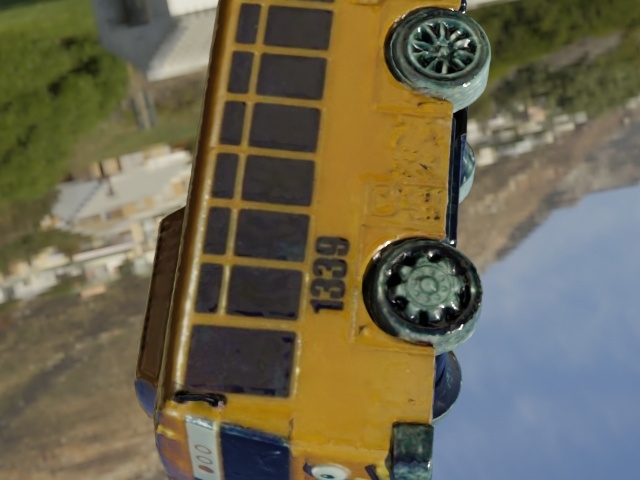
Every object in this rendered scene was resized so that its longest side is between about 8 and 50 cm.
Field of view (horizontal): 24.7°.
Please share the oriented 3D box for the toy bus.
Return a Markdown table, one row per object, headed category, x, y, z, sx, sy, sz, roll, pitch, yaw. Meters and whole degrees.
| category | x | y | z | sx | sy | sz | roll | pitch | yaw |
| --- | --- | --- | --- | --- | --- | --- | --- | --- | --- |
| toy bus | 0.000 | 0.000 | 0.525 | 0.114 | 0.201 | 0.098 | 5 | 153 | 3 |
